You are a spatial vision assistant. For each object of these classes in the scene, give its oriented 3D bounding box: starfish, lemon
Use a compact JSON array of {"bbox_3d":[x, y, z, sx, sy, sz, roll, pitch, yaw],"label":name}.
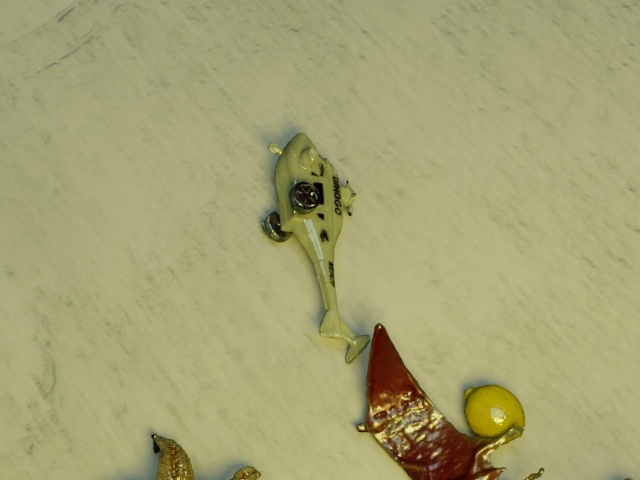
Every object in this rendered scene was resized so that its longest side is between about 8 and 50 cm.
[{"bbox_3d":[-0.164,0.277,1.485,0.190,0.074,0.146,7,70,3],"label":"starfish"},{"bbox_3d":[0.191,0.191,1.542,0.062,0.062,0.083,-40,58,-19],"label":"lemon"}]

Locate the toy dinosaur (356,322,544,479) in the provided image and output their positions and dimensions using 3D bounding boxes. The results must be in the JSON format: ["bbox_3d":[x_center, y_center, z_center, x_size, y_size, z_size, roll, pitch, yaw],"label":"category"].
[{"bbox_3d":[0.130,0.252,1.466,0.207,0.113,0.327,-4,72,14],"label":"toy dinosaur"}]

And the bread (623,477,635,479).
[{"bbox_3d":[0.321,0.351,1.447,0.138,0.102,0.196,38,67,13],"label":"bread"}]

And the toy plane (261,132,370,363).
[{"bbox_3d":[0.000,0.000,1.623,0.108,0.092,0.286,7,59,-27],"label":"toy plane"}]
